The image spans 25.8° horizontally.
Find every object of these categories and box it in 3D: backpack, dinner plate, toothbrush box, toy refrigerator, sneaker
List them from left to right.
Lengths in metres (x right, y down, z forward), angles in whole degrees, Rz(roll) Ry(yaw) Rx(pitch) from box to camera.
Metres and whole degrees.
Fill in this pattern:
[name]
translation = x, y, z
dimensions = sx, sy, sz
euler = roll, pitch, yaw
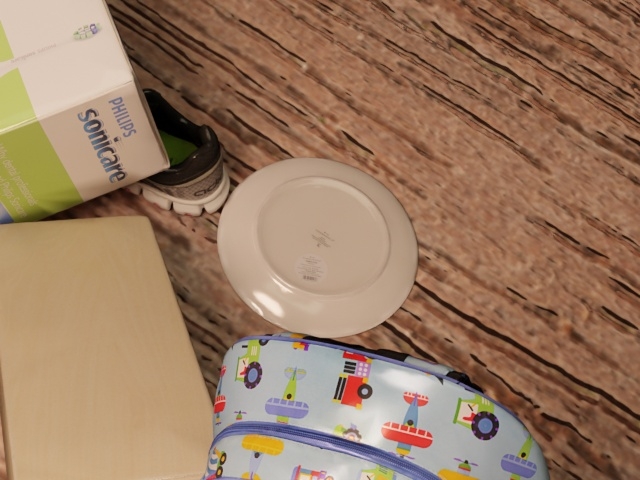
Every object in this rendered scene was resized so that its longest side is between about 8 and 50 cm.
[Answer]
[toothbrush box]
translation = -0.264, -0.100, 0.851
dimensions = 0.283, 0.122, 0.206
euler = -23, 67, -4
[toy refrigerator]
translation = -0.123, 0.089, 0.763
dimensions = 0.102, 0.094, 0.269
euler = -4, 28, -15
[sneaker]
translation = -0.139, -0.073, 0.930
dimensions = 0.170, 0.075, 0.063
euler = 20, 59, -1
[dinner plate]
translation = 0.000, 0.000, 0.955
dimensions = 0.141, 0.017, 0.141
euler = 5, 62, -9
[backpack]
translation = 0.019, 0.121, 0.581
dimensions = 0.158, 0.173, 0.117
euler = 13, 56, 23
